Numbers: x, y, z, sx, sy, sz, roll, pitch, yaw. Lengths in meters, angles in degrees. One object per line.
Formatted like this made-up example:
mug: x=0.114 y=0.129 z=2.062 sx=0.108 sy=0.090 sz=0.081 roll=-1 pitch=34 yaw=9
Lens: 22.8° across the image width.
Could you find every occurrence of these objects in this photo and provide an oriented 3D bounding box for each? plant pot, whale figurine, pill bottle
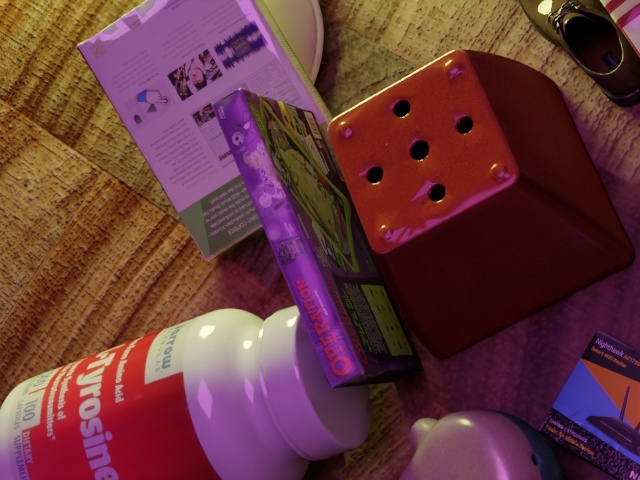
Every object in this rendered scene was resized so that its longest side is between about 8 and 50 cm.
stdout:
plant pot: x=0.156 y=-0.063 z=1.786 sx=0.267 sy=0.235 sz=0.267 roll=-29 pitch=61 yaw=16
whale figurine: x=0.156 y=0.296 z=1.739 sx=0.272 sy=0.141 sz=0.216 roll=-42 pitch=55 yaw=38
pill bottle: x=-0.157 y=0.214 z=1.846 sx=0.407 sy=0.229 sz=0.229 roll=-21 pitch=64 yaw=23

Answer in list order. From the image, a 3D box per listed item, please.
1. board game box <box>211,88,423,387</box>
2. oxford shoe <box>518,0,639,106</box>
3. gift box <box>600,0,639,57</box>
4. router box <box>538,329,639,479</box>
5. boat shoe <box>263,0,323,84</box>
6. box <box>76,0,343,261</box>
board game box: x=0.000 y=0.000 z=1.814 sx=0.056 sy=0.208 sz=0.347 roll=-26 pitch=77 yaw=15
oxford shoe: x=0.301 y=-0.260 z=1.863 sx=0.083 sy=0.096 sz=0.227 roll=-46 pitch=56 yaw=9
gift box: x=0.434 y=-0.304 z=1.715 sx=0.258 sy=0.255 sz=0.276 roll=-35 pitch=66 yaw=15
router box: x=0.343 y=0.195 z=1.705 sx=0.179 sy=0.046 sz=0.133 roll=29 pitch=87 yaw=33
boat shoe: x=-0.072 y=-0.316 z=2.079 sx=0.096 sy=0.116 sz=0.324 roll=153 pitch=111 yaw=-65
box: x=-0.127 y=-0.169 z=1.993 sx=0.232 sy=0.058 sz=0.322 roll=-30 pitch=90 yaw=15
